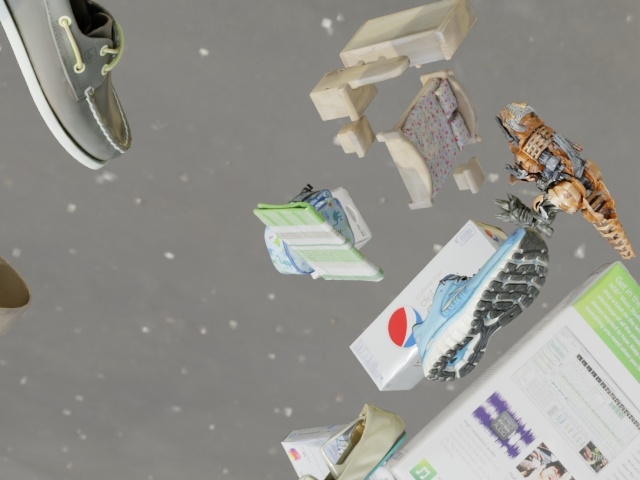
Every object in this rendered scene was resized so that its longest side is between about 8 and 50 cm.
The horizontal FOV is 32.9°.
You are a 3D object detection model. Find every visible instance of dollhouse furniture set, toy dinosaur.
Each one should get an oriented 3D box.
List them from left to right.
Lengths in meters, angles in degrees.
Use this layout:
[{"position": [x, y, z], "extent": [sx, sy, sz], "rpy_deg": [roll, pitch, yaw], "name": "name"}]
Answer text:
[{"position": [0.184, -0.161, 1.618], "extent": [0.174, 0.303, 0.355], "rpy_deg": [-8, 123, 36], "name": "dollhouse furniture set"}, {"position": [0.407, -0.091, 1.854], "extent": [0.164, 0.322, 0.218], "rpy_deg": [-22, 174, -16], "name": "toy dinosaur"}]

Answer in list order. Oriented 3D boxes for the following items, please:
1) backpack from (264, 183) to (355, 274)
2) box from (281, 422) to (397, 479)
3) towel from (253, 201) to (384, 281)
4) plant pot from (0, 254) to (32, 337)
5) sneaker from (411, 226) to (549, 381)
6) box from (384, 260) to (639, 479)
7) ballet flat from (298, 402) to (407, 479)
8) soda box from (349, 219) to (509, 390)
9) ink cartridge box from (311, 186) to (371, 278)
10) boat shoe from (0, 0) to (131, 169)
[{"position": [-0.015, -0.009, 1.513], "extent": [0.084, 0.114, 0.105], "rpy_deg": [3, 123, 49], "name": "backpack"}, {"position": [0.044, 0.360, 1.710], "extent": [0.186, 0.038, 0.145], "rpy_deg": [-16, 106, 38], "name": "box"}, {"position": [0.000, 0.000, 1.353], "extent": [0.113, 0.023, 0.152], "rpy_deg": [-1, 143, 48], "name": "towel"}, {"position": [-0.557, 0.086, 1.436], "extent": [0.284, 0.191, 0.284], "rpy_deg": [34, -173, -5], "name": "plant pot"}, {"position": [0.129, 0.046, 0.939], "extent": [0.063, 0.073, 0.162], "rpy_deg": [15, 122, -41], "name": "sneaker"}, {"position": [0.260, 0.210, 1.115], "extent": [0.232, 0.322, 0.058], "rpy_deg": [50, 172, -1], "name": "box"}, {"position": [0.016, 0.320, 1.453], "extent": [0.086, 0.248, 0.086], "rpy_deg": [34, 158, 16], "name": "ballet flat"}, {"position": [0.136, 0.077, 1.237], "extent": [0.216, 0.069, 0.074], "rpy_deg": [-48, 149, 21], "name": "soda box"}, {"position": [0.013, -0.011, 1.784], "extent": [0.099, 0.056, 0.135], "rpy_deg": [60, 146, 12], "name": "ink cartridge box"}, {"position": [-0.244, -0.199, 1.041], "extent": [0.091, 0.109, 0.305], "rpy_deg": [-16, 128, 7], "name": "boat shoe"}]
